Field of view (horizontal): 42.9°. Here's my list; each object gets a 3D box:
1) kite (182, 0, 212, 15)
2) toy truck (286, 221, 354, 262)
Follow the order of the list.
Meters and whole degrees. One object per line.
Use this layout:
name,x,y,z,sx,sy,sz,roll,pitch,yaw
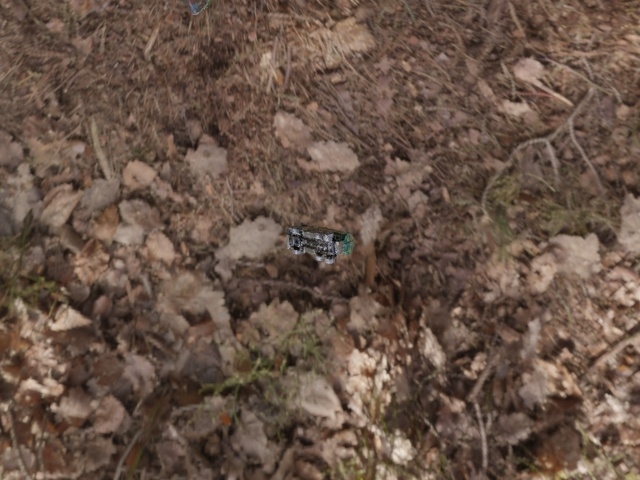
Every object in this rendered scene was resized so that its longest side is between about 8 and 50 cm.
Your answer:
kite,-0.111,-0.416,1.053,0.285,0.015,0.152,-20,98,39
toy truck,0.000,0.000,1.037,0.044,0.083,0.039,-26,119,-46
